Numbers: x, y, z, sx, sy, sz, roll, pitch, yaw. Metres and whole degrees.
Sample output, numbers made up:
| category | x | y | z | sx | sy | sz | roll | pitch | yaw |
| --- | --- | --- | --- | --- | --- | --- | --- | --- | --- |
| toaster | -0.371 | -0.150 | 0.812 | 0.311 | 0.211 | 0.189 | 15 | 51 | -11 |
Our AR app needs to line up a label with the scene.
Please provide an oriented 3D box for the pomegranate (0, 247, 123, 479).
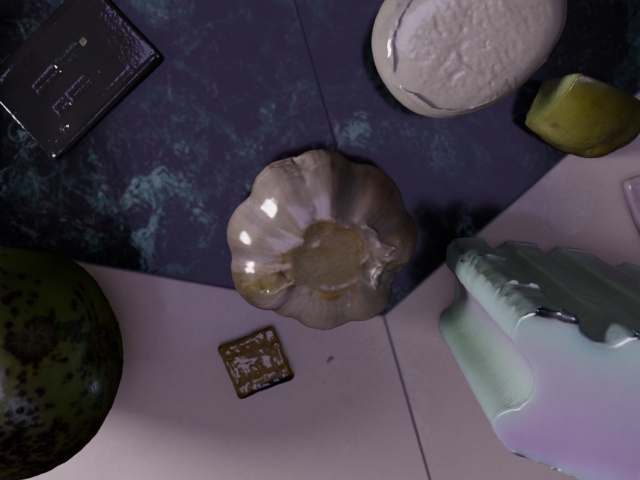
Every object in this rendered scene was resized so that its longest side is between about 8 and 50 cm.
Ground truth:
| category | x | y | z | sx | sy | sz | roll | pitch | yaw |
| --- | --- | --- | --- | --- | --- | --- | --- | --- | --- |
| pomegranate | -0.411 | 0.151 | 0.869 | 0.341 | 0.285 | 0.285 | -12 | 100 | 1 |

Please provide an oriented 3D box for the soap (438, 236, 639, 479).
| category | x | y | z | sx | sy | sz | roll | pitch | yaw |
| --- | --- | --- | --- | --- | --- | --- | --- | --- | --- |
| soap | 0.288 | 0.115 | 0.783 | 0.261 | 0.446 | 0.156 | 7 | 99 | -2 |

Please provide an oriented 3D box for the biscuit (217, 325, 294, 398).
| category | x | y | z | sx | sy | sz | roll | pitch | yaw |
| --- | --- | --- | --- | --- | --- | --- | --- | --- | --- |
| biscuit | -0.086 | 0.164 | 1.004 | 0.083 | 0.018 | 0.081 | -23 | 100 | 3 |

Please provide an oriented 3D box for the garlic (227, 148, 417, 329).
| category | x | y | z | sx | sy | sz | roll | pitch | yaw |
| --- | --- | --- | --- | --- | --- | --- | --- | --- | --- |
| garlic | -0.002 | -0.004 | 0.907 | 0.228 | 0.152 | 0.227 | -1 | 99 | -9 |

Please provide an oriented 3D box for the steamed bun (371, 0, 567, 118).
| category | x | y | z | sx | sy | sz | roll | pitch | yaw |
| --- | --- | --- | --- | --- | --- | --- | --- | --- | --- |
| steamed bun | 0.168 | -0.248 | 0.875 | 0.228 | 0.131 | 0.177 | -32 | 109 | 4 |

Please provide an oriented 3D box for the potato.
| category | x | y | z | sx | sy | sz | roll | pitch | yaw |
| --- | --- | --- | --- | --- | --- | --- | --- | --- | --- |
| potato | 0.335 | -0.139 | 0.901 | 0.149 | 0.120 | 0.081 | 19 | 99 | -3 |

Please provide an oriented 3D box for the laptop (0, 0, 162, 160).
| category | x | y | z | sx | sy | sz | roll | pitch | yaw |
| --- | --- | --- | --- | --- | --- | --- | --- | --- | --- |
| laptop | -0.311 | -0.212 | 0.935 | 0.197 | 0.016 | 0.135 | -42 | 97 | 6 |

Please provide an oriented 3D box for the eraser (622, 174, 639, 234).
| category | x | y | z | sx | sy | sz | roll | pitch | yaw |
| --- | --- | --- | --- | --- | --- | --- | --- | --- | --- |
| eraser | 0.522 | 0.006 | 0.959 | 0.204 | 0.059 | 0.243 | -19 | 96 | 3 |
